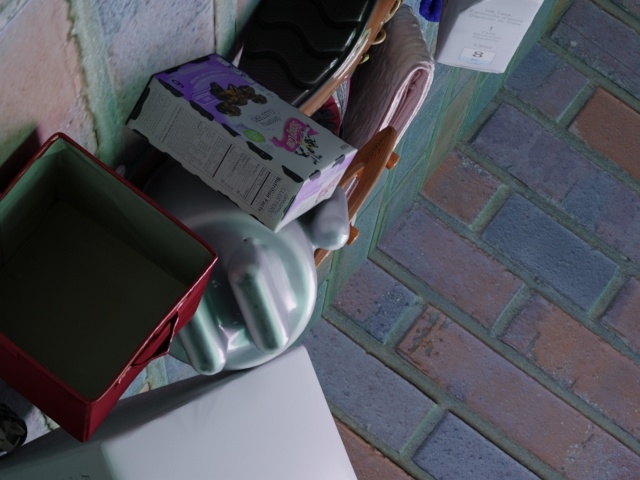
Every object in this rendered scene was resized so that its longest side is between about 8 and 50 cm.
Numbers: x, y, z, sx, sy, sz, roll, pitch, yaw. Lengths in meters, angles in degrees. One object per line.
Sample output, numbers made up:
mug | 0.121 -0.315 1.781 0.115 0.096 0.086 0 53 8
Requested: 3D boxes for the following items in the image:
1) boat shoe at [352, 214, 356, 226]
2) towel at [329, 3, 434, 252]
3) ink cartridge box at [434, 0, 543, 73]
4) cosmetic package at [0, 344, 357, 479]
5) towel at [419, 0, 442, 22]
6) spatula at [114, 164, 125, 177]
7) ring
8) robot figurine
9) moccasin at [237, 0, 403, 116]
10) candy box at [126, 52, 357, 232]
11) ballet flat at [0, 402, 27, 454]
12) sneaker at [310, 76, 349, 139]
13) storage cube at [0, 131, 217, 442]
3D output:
boat shoe | -0.058 0.024 2.682 0.305 0.109 0.091 -40 166 -36
towel | 0.059 -0.171 2.327 0.317 0.053 0.332 -58 -166 18
ink cartridge box | 0.204 -0.384 1.658 0.385 0.091 0.308 106 -6 -73
cosmetic package | -0.191 0.356 1.850 0.393 0.329 0.327 -20 -178 43
towel | 0.249 -0.490 2.434 0.308 0.076 0.228 -48 163 -32
spatula | -0.275 0.027 1.797 0.168 0.019 0.242 -47 169 -34
ring | 0.000 0.000 2.023 0.337 0.032 0.336 -52 -173 9
robot figurine | -0.111 0.011 1.814 0.299 0.200 0.353 -15 -154 3
moccasin | 0.033 -0.294 1.854 0.380 0.139 0.147 -63 163 0
candy box | -0.080 -0.107 1.715 0.070 0.196 0.165 -59 171 23
ballet flat | -0.379 0.218 1.839 0.070 0.070 0.188 -54 171 4
sneaker | -0.022 -0.138 2.188 0.112 0.120 0.299 -65 -176 -34
storage cube | -0.230 0.051 1.505 0.184 0.215 0.193 -51 177 -20
